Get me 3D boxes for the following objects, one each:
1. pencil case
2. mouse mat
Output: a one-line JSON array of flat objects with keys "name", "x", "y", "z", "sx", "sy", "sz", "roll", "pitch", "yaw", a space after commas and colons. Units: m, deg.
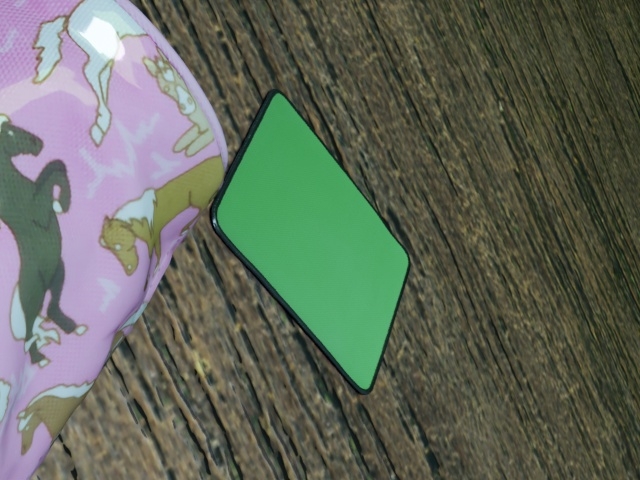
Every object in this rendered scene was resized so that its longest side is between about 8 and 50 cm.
[{"name": "pencil case", "x": -0.173, "y": 0.070, "z": 0.400, "sx": 0.167, "sy": 0.160, "sz": 0.386, "roll": 91, "pitch": 22, "yaw": -61}, {"name": "mouse mat", "x": 0.000, "y": 0.000, "z": 0.878, "sx": 0.190, "sy": 0.007, "sz": 0.153, "roll": 51, "pitch": 39, "yaw": -27}]
